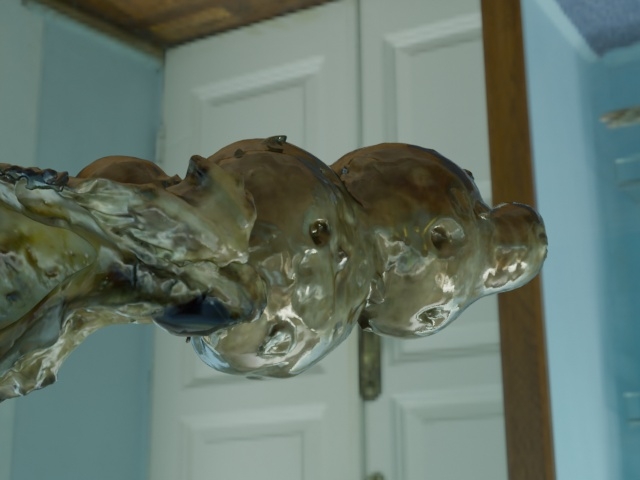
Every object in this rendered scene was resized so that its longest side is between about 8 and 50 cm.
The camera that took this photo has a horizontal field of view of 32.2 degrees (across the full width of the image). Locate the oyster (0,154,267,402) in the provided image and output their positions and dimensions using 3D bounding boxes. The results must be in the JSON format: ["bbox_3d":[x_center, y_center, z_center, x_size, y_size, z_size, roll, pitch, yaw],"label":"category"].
[{"bbox_3d":[-0.190,0.003,0.687,0.337,0.197,0.133,-10,-179,30],"label":"oyster"}]

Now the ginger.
[{"bbox_3d":[0.000,0.000,0.855,0.375,0.176,0.256,-5,-164,-23],"label":"ginger"}]
